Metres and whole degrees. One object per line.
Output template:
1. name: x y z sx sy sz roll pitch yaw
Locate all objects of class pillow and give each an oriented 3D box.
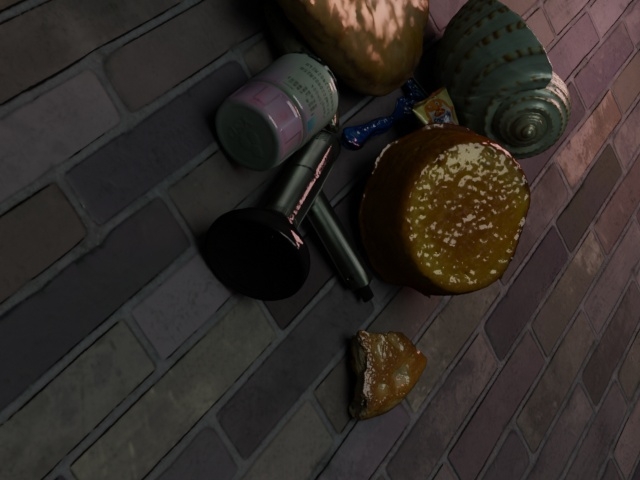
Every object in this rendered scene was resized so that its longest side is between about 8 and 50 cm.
1. pillow: -0.022 -0.285 1.524 0.241 0.051 0.093 61 25 1

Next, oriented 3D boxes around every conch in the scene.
1. conch: 0.324 -0.303 1.776 0.215 0.319 0.303 -37 129 -6

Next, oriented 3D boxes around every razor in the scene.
1. razor: 0.112 -0.208 1.639 0.093 0.056 0.324 50 38 3

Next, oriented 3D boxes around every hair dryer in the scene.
1. hair dryer: 0.006 0.005 1.431 0.284 0.156 0.320 52 40 -10

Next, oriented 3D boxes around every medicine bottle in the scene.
1. medicine bottle: -0.066 -0.198 1.411 0.168 0.135 0.135 -45 112 -42

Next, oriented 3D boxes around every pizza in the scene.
1. pizza: 0.094 0.212 1.536 0.182 0.062 0.161 -46 120 -36

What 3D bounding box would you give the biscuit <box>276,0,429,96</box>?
1. biscuit: 0.068 -0.476 1.606 0.446 0.104 0.429 41 53 -50

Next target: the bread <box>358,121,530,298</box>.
1. bread: 0.215 -0.054 1.589 0.312 0.172 0.312 -3 97 -23

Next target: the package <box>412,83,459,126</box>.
1. package: 0.219 -0.213 1.685 0.108 0.031 0.120 -37 109 -40

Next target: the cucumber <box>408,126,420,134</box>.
1. cucumber: 0.232 -0.134 1.740 0.193 0.086 0.115 28 61 -31
